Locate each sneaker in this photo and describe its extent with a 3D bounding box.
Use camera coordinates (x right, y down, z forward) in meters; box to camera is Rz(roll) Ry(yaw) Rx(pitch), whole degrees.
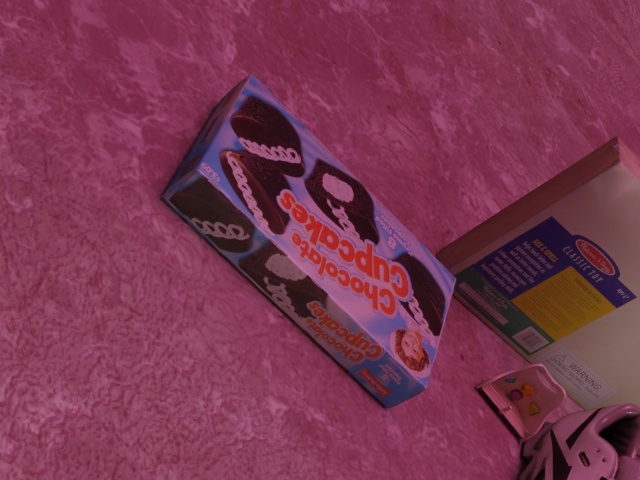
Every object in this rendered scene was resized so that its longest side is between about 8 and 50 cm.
[{"bbox_3d":[0.276,0.288,1.378,0.122,0.146,0.330,43,37,-20],"label":"sneaker"}]

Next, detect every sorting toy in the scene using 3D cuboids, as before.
[{"bbox_3d":[0.230,0.169,1.478,0.083,0.075,0.045,51,34,-7],"label":"sorting toy"}]

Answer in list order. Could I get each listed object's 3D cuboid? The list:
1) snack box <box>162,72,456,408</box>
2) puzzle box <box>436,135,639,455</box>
[{"bbox_3d":[0.000,0.000,1.352,0.322,0.060,0.187,44,36,-17],"label":"snack box"},{"bbox_3d":[0.366,0.083,1.544,0.409,0.272,0.052,40,37,-22],"label":"puzzle box"}]
